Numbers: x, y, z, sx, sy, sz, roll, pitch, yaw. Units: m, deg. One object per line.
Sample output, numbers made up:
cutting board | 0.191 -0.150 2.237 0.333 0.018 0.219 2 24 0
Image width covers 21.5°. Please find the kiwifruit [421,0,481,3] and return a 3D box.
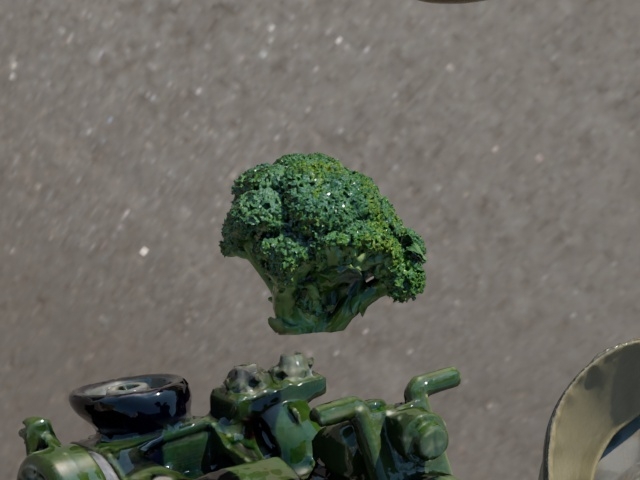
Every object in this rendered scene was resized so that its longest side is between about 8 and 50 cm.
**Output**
kiwifruit | 0.160 -0.374 1.968 0.234 0.196 0.196 -1 63 4

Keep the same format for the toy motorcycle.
toy motorcycle | -0.041 0.139 0.956 0.205 0.275 0.127 -12 107 -32

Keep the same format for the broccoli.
broccoli | 0.000 0.000 1.499 0.195 0.195 0.156 -10 106 -30

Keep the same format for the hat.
hat | 0.217 0.174 1.407 0.245 0.149 0.214 43 69 -38
